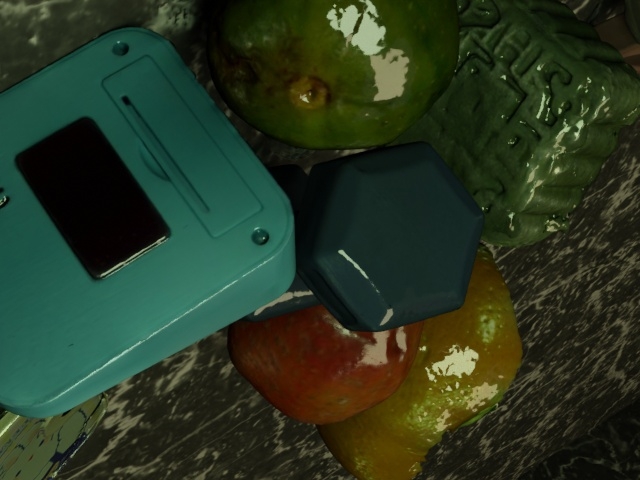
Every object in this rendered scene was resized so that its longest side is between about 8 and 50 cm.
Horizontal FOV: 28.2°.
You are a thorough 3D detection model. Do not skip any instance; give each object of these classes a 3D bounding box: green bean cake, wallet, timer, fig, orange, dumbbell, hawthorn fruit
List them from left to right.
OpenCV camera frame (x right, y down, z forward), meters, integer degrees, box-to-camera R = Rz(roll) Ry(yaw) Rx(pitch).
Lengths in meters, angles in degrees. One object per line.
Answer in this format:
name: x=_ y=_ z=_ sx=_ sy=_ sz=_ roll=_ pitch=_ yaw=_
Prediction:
wallet: x=-0.298 y=0.193 z=1.241 sx=0.223 sy=0.077 sz=0.309 roll=-52 pitch=170 yaw=-22
timer: x=-0.169 y=-0.010 z=0.929 sx=0.250 sy=0.232 sz=0.091 roll=-31 pitch=158 yaw=-16
dumbbell: x=0.000 y=0.000 z=1.110 sx=0.160 sy=0.144 sz=0.325 roll=-13 pitch=-175 yaw=-26
hawthorn fruit: x=0.018 y=0.087 z=1.353 sx=0.210 sy=0.210 sz=0.262 roll=-28 pitch=178 yaw=-22
fig: x=0.014 y=-0.170 z=1.013 sx=0.195 sy=0.195 sz=0.245 roll=-49 pitch=-171 yaw=22
orange: x=0.101 y=0.144 z=1.570 sx=0.196 sy=0.262 sz=0.334 roll=24 pitch=125 yaw=-41
green bean cake: x=0.179 y=-0.121 z=1.240 sx=0.125 sy=0.222 sz=0.227 roll=-7 pitch=138 yaw=-51

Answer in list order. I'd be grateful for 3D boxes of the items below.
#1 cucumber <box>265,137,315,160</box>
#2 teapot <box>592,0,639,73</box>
cucumber: x=-0.012 y=-0.123 z=1.159 sx=0.064 sy=0.064 sz=0.112 roll=-22 pitch=153 yaw=-34
teapot: x=0.502 y=-0.268 z=1.423 sx=0.361 sy=0.306 sz=0.376 roll=-1 pitch=167 yaw=-42
